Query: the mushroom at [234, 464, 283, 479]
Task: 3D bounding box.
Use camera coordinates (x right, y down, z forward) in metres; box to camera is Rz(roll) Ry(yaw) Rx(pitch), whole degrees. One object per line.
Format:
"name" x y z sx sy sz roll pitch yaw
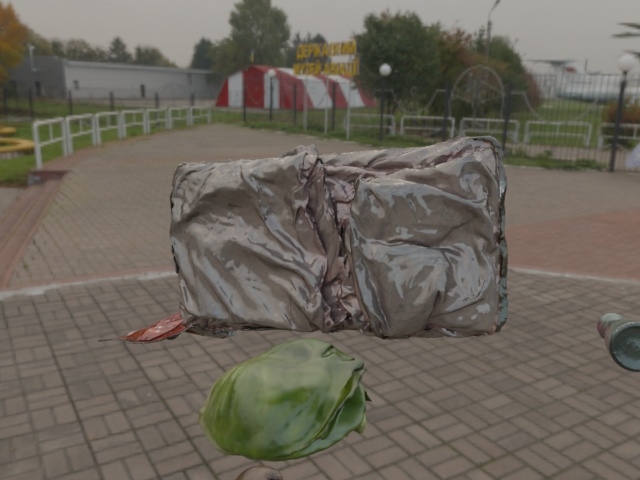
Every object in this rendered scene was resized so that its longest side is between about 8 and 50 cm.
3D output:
"mushroom" -0.136 0.595 1.399 0.170 0.080 0.135 -9 40 2

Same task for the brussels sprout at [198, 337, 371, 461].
"brussels sprout" -0.037 0.149 0.546 0.180 0.101 0.139 4 15 30

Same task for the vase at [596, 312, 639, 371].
"vase" 0.562 0.177 1.096 0.086 0.086 0.214 6 3 15

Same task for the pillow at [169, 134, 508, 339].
"pillow" 0.000 0.000 0.411 0.248 0.135 0.049 -1 1 22

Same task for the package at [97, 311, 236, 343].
"package" -0.212 0.137 0.998 0.194 0.071 0.269 -22 -14 34
